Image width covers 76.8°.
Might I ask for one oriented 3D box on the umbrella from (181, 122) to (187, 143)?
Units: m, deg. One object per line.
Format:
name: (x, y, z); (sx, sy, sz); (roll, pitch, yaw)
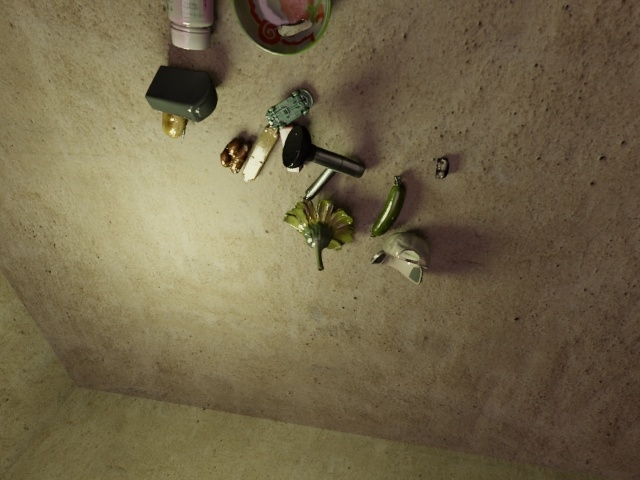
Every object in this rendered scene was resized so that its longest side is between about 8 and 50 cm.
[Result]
umbrella: (-0.562, -0.459, 1.664); (0.022, 0.022, 0.149); (50, 135, 31)

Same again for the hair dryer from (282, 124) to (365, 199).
hair dryer: (-0.027, -0.246, 1.540); (0.320, 0.156, 0.284); (22, 122, -36)

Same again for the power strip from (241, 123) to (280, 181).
power strip: (-0.240, -0.357, 1.637); (0.064, 0.044, 0.305); (32, 128, -8)

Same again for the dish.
dish: (-0.111, -0.768, 1.266); (0.323, 0.124, 0.325); (9, 133, 9)

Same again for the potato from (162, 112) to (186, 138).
potato: (-0.577, -0.492, 1.596); (0.107, 0.080, 0.171); (41, 126, 24)

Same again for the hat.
hat: (0.353, 0.069, 1.721); (0.231, 0.161, 0.275); (28, 151, 8)

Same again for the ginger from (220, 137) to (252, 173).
ginger: (-0.350, -0.356, 1.650); (0.103, 0.073, 0.162); (26, 122, -21)

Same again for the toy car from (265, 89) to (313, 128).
toy car: (-0.112, -0.487, 1.499); (0.186, 0.058, 0.093); (-30, 110, 10)

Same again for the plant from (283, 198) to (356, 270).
plant: (-0.005, -0.014, 1.706); (0.305, 0.261, 0.298); (0, 83, -7)

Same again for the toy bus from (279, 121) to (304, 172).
toy bus: (-0.110, -0.364, 1.584); (0.076, 0.065, 0.193); (5, 126, 20)

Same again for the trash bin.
trash bin: (-0.500, -0.543, 1.489); (0.236, 0.177, 0.101); (15, 164, 8)

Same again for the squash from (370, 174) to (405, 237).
squash: (0.282, -0.117, 1.647); (0.080, 0.071, 0.319); (20, 127, 1)

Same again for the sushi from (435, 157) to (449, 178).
sushi: (0.457, -0.267, 1.511); (0.045, 0.044, 0.083); (6, 128, 12)

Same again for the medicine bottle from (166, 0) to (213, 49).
medicine bottle: (-0.426, -0.775, 1.321); (0.151, 0.152, 0.255); (15, 125, 4)
